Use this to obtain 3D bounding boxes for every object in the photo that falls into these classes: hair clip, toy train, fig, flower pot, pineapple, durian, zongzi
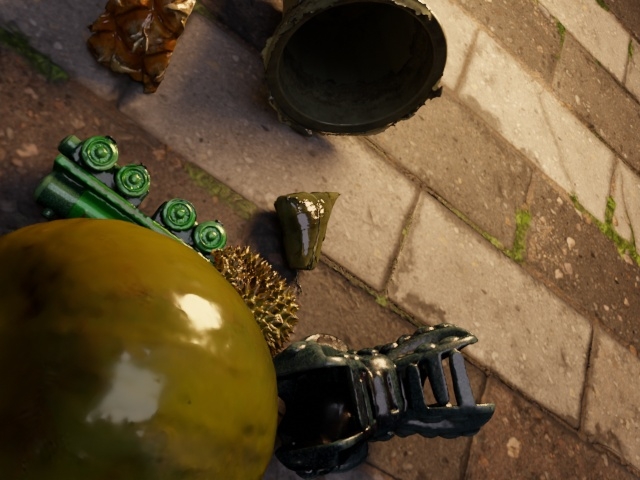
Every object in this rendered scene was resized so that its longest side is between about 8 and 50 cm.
[{"bbox_3d":[0.059,0.196,0.750,0.310,0.206,0.194,1,69,-33],"label":"hair clip"},{"bbox_3d":[-0.231,-0.023,0.721,0.251,0.085,0.119,37,66,-17],"label":"toy train"},{"bbox_3d":[-0.188,0.151,0.547,0.343,0.343,0.343,12,67,-29],"label":"fig"},{"bbox_3d":[0.037,-0.344,0.913,0.290,0.290,0.259,11,55,-29],"label":"flower pot"},{"bbox_3d":[-0.220,-0.332,0.801,0.114,0.186,0.236,33,102,-23],"label":"pineapple"},{"bbox_3d":[-0.085,0.067,0.722,0.208,0.102,0.146,69,12,-47],"label":"durian"},{"bbox_3d":[0.000,0.000,0.879,0.130,0.062,0.154,-8,83,-47],"label":"zongzi"}]
